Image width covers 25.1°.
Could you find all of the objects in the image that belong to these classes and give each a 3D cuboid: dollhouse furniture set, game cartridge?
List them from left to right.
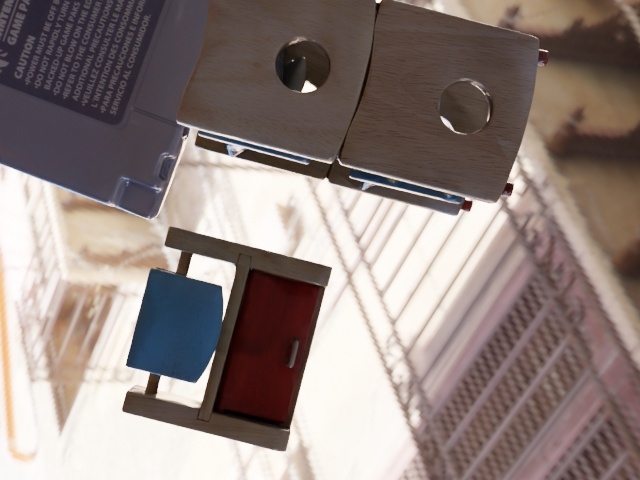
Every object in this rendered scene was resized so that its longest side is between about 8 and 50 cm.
[{"bbox_3d":[-0.141,-0.182,0.876,0.196,0.294,0.060,21,-175,-4],"label":"game cartridge"},{"bbox_3d":[0.000,0.000,0.590,0.129,0.184,0.129,14,179,-1],"label":"dollhouse furniture set"}]
